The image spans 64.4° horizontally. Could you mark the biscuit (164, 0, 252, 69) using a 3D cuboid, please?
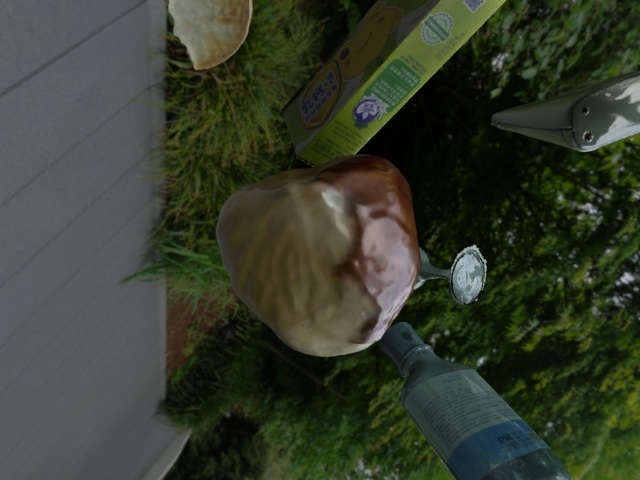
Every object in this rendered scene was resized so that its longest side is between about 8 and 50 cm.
[{"bbox_3d":[-0.255,-0.544,1.116,0.040,0.204,0.309,-95,168,-49],"label":"biscuit"}]

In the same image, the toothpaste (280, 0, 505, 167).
[{"bbox_3d":[0.082,-0.238,0.675,0.327,0.077,0.110,-44,-134,27],"label":"toothpaste"}]

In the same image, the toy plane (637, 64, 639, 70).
[{"bbox_3d":[0.537,-0.177,0.738,0.104,0.257,0.241,-12,180,45],"label":"toy plane"}]

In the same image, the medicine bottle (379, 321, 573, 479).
[{"bbox_3d":[0.126,0.156,0.471,0.208,0.090,0.054,49,-46,48],"label":"medicine bottle"}]

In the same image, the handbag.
[{"bbox_3d":[0.473,-0.264,0.979,0.241,0.110,0.315,-19,-157,-3],"label":"handbag"}]

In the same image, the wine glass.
[{"bbox_3d":[0.250,0.069,1.280,0.321,0.143,0.143,6,-124,52],"label":"wine glass"}]

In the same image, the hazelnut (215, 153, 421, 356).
[{"bbox_3d":[0.000,0.000,0.627,0.261,0.261,0.241,-57,162,-5],"label":"hazelnut"}]
